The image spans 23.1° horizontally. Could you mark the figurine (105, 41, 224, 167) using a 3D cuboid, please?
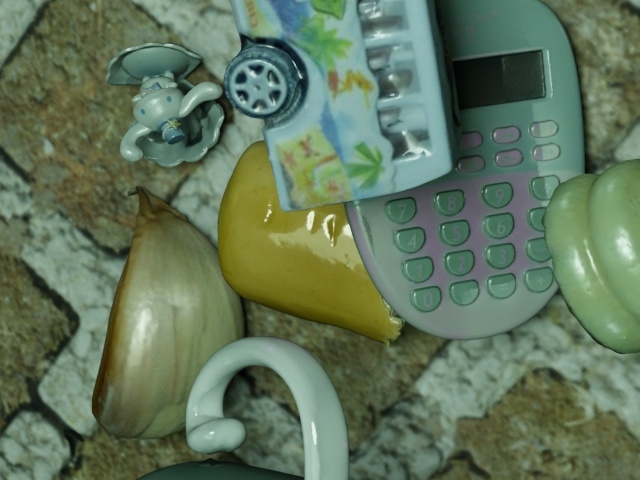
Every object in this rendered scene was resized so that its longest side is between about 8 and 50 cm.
[{"bbox_3d":[-0.118,-0.105,1.220,0.094,0.082,0.086,-12,76,18],"label":"figurine"}]

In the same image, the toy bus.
[{"bbox_3d":[0.000,-0.188,0.975,0.136,0.109,0.329,-6,112,15],"label":"toy bus"}]

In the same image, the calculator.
[{"bbox_3d":[0.099,-0.077,1.115,0.186,0.041,0.298,-10,98,-13],"label":"calculator"}]

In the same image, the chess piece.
[{"bbox_3d":[0.283,-0.019,1.029,0.243,0.133,0.133,-23,94,37],"label":"chess piece"}]

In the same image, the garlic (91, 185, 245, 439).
[{"bbox_3d":[-0.117,0.071,1.259,0.115,0.128,0.206,9,101,-3],"label":"garlic"}]

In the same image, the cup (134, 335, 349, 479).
[{"bbox_3d":[-0.054,0.247,1.162,0.274,0.259,0.356,1,92,57],"label":"cup"}]

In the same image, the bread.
[{"bbox_3d":[-0.001,0.001,1.197,0.173,0.085,0.134,14,107,18],"label":"bread"}]
